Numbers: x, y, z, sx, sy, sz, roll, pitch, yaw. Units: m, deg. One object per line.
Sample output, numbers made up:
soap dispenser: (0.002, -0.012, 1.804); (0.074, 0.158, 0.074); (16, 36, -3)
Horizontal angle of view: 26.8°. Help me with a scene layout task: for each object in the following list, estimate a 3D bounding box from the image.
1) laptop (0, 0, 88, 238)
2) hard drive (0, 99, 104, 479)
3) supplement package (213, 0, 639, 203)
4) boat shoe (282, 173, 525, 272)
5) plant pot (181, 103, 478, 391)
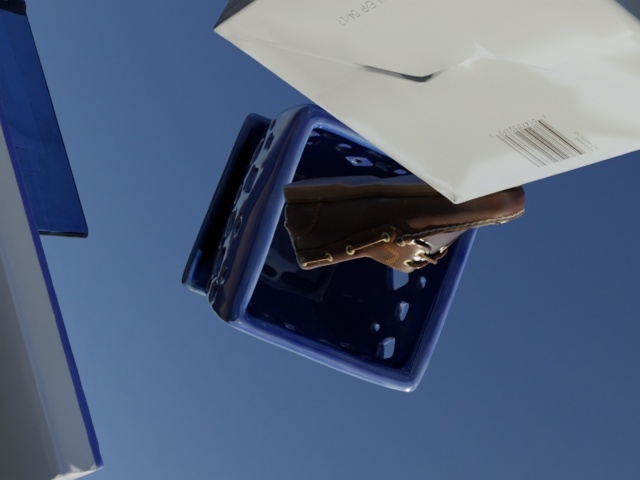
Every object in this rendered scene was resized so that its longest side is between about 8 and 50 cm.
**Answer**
laptop: (-0.283, -0.242, 1.161); (0.236, 0.382, 0.408); (38, -77, 21)
hard drive: (-0.233, -0.019, 0.610); (0.210, 0.040, 0.319); (-22, -101, 21)
supplement package: (0.101, -0.152, 0.757); (0.204, 0.145, 0.262); (34, -22, -20)
boat shoe: (0.060, -0.013, 0.965); (0.207, 0.073, 0.073); (-2, -83, 44)
plant pot: (0.000, 0.000, 1.413); (0.212, 0.236, 0.236); (17, -95, 63)
